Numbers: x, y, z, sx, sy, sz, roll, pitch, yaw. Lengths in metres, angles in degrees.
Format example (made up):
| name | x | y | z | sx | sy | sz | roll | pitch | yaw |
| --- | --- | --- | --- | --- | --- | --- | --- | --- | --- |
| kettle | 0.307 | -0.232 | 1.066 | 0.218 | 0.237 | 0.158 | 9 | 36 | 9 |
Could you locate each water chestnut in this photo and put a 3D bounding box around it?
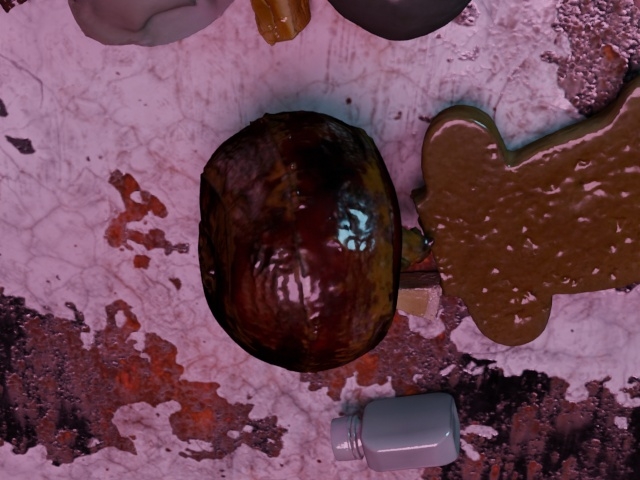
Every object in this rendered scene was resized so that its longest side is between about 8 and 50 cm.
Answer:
| name | x | y | z | sx | sy | sz | roll | pitch | yaw |
| --- | --- | --- | --- | --- | --- | --- | --- | --- | --- |
| water chestnut | 0.000 | 0.000 | 1.621 | 0.302 | 0.350 | 0.350 | -3 | 124 | -15 |

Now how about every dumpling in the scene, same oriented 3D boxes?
| name | x | y | z | sx | sy | sz | roll | pitch | yaw |
| --- | --- | --- | --- | --- | --- | --- | --- | --- | --- |
| dumpling | -0.185 | -0.350 | 1.505 | 0.204 | 0.163 | 0.293 | 29 | 105 | -5 |

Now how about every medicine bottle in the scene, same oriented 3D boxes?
| name | x | y | z | sx | sy | sz | roll | pitch | yaw |
| --- | --- | --- | --- | --- | --- | --- | --- | --- | --- |
| medicine bottle | 0.110 | 0.283 | 1.883 | 0.183 | 0.119 | 0.069 | -7 | 123 | 12 |

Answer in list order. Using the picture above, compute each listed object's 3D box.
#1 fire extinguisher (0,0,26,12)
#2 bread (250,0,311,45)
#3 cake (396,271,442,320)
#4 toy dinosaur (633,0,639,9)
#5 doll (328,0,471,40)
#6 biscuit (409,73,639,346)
| name | x | y | z | sx | sy | sz | roll | pitch | yaw |
| --- | --- | --- | --- | --- | --- | --- | --- | --- | --- |
| fire extinguisher | -0.415 | -0.364 | 1.593 | 0.078 | 0.045 | 0.157 | -36 | 113 | -5 |
| bread | -0.053 | -0.304 | 1.554 | 0.053 | 0.074 | 0.132 | 14 | 143 | 28 |
| cake | 0.109 | 0.075 | 1.793 | 0.121 | 0.052 | 0.065 | 1 | 124 | 5 |
| toy dinosaur | 0.396 | -0.364 | 1.413 | 0.152 | 0.177 | 0.194 | 37 | 117 | -17 |
| doll | 0.105 | -0.439 | 1.416 | 0.382 | 0.252 | 0.379 | -25 | 148 | 24 |
| biscuit | 0.324 | -0.054 | 1.680 | 0.394 | 0.076 | 0.368 | -18 | 118 | 14 |
